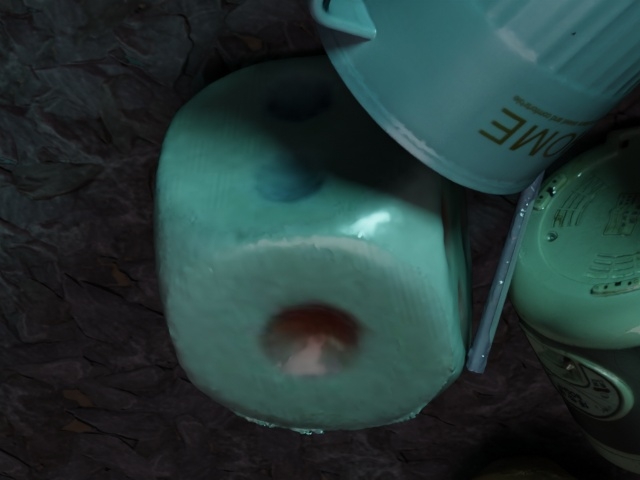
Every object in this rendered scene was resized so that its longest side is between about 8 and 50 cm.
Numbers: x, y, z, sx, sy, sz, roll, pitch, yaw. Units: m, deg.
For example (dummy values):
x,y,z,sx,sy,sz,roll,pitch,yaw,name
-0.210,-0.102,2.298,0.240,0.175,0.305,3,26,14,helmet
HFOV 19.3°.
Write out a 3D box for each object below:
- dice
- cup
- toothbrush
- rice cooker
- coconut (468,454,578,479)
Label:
x,y,z,sx,sy,sz,roll,pitch,yaw,name
0.000,0.000,1.774,0.265,0.262,0.268,-6,134,11,dice
0.163,-0.248,1.532,0.331,0.257,0.311,33,126,-22,cup
0.186,-0.049,1.724,0.029,0.024,0.354,17,92,4,toothbrush
0.331,0.063,1.795,0.288,0.288,0.277,-15,131,19,rice cooker
0.244,0.374,2.108,0.259,0.259,0.259,3,133,3,coconut
